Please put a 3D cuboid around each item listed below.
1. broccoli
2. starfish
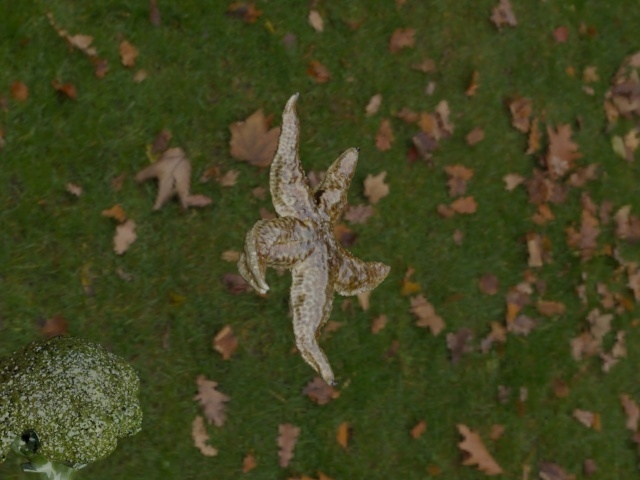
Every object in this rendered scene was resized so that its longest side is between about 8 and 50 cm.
[{"bbox_3d":[-0.205,0.133,0.768,0.130,0.131,0.120,6,110,-15],"label":"broccoli"},{"bbox_3d":[0.000,0.000,0.953,0.235,0.062,0.277,-3,81,-53],"label":"starfish"}]
